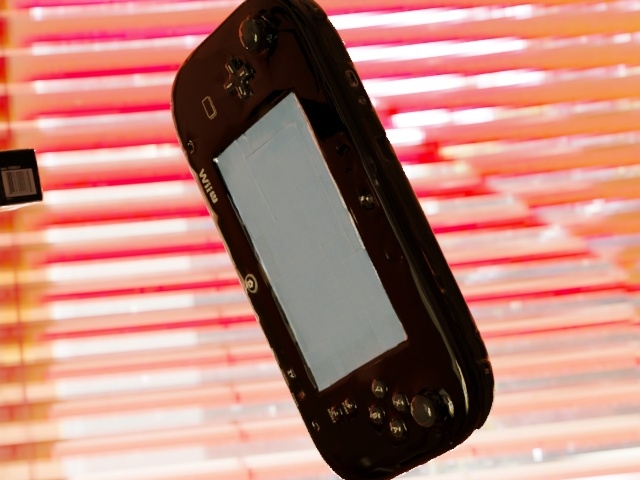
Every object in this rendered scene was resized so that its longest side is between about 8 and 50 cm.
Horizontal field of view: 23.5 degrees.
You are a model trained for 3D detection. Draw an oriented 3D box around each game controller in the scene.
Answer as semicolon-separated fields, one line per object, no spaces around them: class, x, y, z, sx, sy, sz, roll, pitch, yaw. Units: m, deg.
game controller;0.000;0.000;1.005;0.166;0.319;0.067;-33;-14;39

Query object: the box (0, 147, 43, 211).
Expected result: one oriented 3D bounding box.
box;-0.283;-0.022;0.925;0.114;0.036;0.207;-11;0;38
